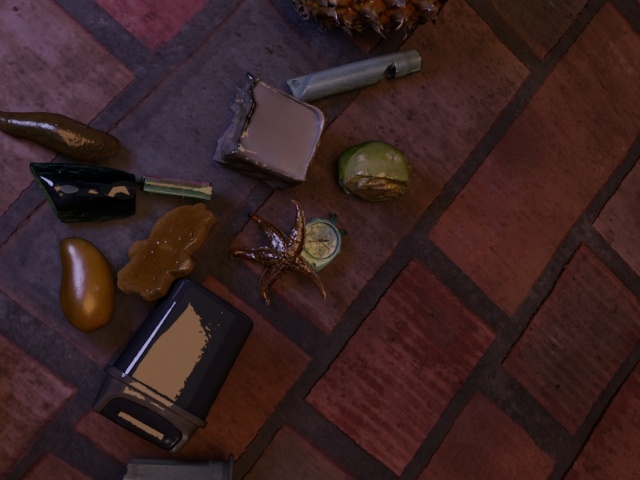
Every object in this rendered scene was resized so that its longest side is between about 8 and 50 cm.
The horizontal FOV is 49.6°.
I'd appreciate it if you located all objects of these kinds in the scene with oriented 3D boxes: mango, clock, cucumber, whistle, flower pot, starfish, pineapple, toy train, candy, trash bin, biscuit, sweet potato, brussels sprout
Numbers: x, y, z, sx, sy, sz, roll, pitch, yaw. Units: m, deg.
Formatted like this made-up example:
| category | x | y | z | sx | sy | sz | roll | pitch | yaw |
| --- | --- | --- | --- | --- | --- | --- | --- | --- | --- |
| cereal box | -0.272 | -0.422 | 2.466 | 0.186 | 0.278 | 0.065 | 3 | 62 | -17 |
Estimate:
| category | x | y | z | sx | sy | sz | roll | pitch | yaw |
| --- | --- | --- | --- | --- | --- | --- | --- | --- | --- |
| mango | -0.443 | 0.082 | 1.309 | 0.102 | 0.085 | 0.184 | -10 | 81 | -15 |
| clock | 0.000 | 0.000 | 1.486 | 0.135 | 0.041 | 0.101 | -35 | 98 | -18 |
| cucumber | -0.449 | -0.092 | 1.317 | 0.193 | 0.086 | 0.115 | 0 | 87 | -24 |
| whistle | 0.077 | -0.361 | 1.516 | 0.312 | 0.062 | 0.062 | -18 | 94 | -19 |
| flower pot | -0.274 | 0.496 | 1.307 | 0.203 | 0.212 | 0.212 | 10 | 84 | -3 |
| starfish | -0.072 | 0.033 | 1.424 | 0.238 | 0.057 | 0.213 | 38 | 104 | 6 |
| pineapple | 0.082 | -0.568 | 1.390 | 0.300 | 0.352 | 0.352 | -9 | 91 | -12 |
| toy train | -0.289 | -0.104 | 1.373 | 0.148 | 0.071 | 0.038 | 7 | 86 | -19 |
| candy | -0.100 | -0.214 | 1.409 | 0.195 | 0.137 | 0.185 | 20 | 82 | -19 |
| trash bin | -0.275 | 0.233 | 1.312 | 0.209 | 0.182 | 0.290 | 35 | 72 | -14 |
| biscuit | -0.294 | 0.017 | 1.339 | 0.225 | 0.166 | 0.036 | -61 | 143 | -26 |
| sweet potato | -0.502 | -0.199 | 1.303 | 0.244 | 0.077 | 0.077 | 15 | 83 | -20 |
| brussels sprout | 0.117 | -0.157 | 1.482 | 0.151 | 0.149 | 0.122 | 21 | 60 | -56 |
